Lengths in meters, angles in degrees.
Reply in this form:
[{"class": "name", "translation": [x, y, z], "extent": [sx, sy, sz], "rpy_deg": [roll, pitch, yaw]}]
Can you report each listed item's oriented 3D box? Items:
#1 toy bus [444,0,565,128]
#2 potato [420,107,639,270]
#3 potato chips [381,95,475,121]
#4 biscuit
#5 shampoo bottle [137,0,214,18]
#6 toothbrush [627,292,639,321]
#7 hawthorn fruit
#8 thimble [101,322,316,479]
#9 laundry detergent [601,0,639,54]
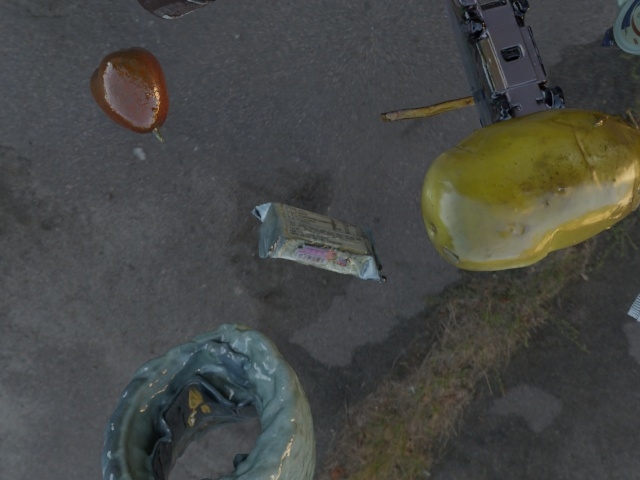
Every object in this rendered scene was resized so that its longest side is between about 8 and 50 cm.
[{"class": "toy bus", "translation": [0.289, -0.270, 0.964], "extent": [0.112, 0.138, 0.317], "rpy_deg": [-13, 83, -4]}, {"class": "potato", "translation": [0.255, -0.067, 0.714], "extent": [0.300, 0.140, 0.173], "rpy_deg": [-19, 78, -14]}, {"class": "potato chips", "translation": [0.223, -0.263, 1.204], "extent": [0.203, 0.037, 0.026], "rpy_deg": [-11, 106, 5]}, {"class": "biscuit", "translation": [0.001, 0.003, 1.377], "extent": [0.308, 0.186, 0.079], "rpy_deg": [14, 126, -24]}, {"class": "shampoo bottle", "translation": [-0.093, -0.227, 0.479], "extent": [0.067, 0.236, 0.068], "rpy_deg": [34, 78, -31]}, {"class": "toothbrush", "translation": [0.551, -0.005, 0.920], "extent": [0.024, 0.021, 0.288], "rpy_deg": [30, 105, 23]}, {"class": "hawthorn fruit", "translation": [-0.467, -0.358, 1.528], "extent": [0.199, 0.199, 0.251], "rpy_deg": [-26, 93, 13]}, {"class": "thimble", "translation": [-0.108, 0.220, 0.638], "extent": [0.204, 0.250, 0.172], "rpy_deg": [7, 133, 14]}, {"class": "laundry detergent", "translation": [0.785, -0.547, 1.430], "extent": [0.105, 0.280, 0.215], "rpy_deg": [-9, 91, -21]}]
